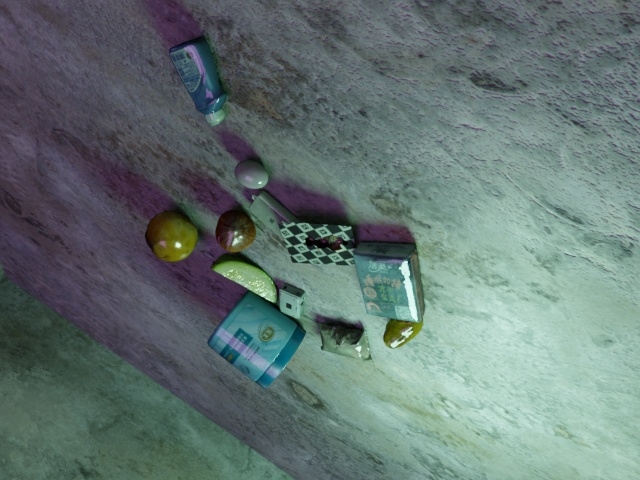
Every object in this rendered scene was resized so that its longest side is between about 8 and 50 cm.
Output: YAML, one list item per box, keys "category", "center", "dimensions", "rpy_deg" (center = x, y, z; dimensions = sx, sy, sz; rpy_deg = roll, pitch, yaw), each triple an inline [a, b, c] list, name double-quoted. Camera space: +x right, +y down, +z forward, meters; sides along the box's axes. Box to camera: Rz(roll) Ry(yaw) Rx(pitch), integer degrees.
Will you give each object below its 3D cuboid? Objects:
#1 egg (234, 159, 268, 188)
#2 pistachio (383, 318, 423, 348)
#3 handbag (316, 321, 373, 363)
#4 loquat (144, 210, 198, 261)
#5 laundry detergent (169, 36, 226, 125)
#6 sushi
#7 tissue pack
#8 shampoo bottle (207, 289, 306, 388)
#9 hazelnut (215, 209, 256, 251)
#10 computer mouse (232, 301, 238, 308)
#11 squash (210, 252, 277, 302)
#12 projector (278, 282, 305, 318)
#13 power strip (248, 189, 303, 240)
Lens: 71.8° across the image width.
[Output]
- category: "egg"
  center: [-0.259, -0.248, 1.666]
  dimensions: [0.135, 0.103, 0.103]
  rpy_deg: [25, 133, 11]
- category: "pistachio"
  center: [0.332, 0.353, 1.767]
  dimensions: [0.110, 0.100, 0.189]
  rpy_deg: [32, 105, -34]
- category: "handbag"
  center: [0.105, 0.449, 1.977]
  dimensions: [0.271, 0.117, 0.182]
  rpy_deg: [8, 119, 28]
- category: "loquat"
  center: [-0.678, -0.022, 2.017]
  dimensions: [0.235, 0.235, 0.234]
  rpy_deg: [17, 131, 21]
- category: "laundry detergent"
  center: [-0.407, -0.545, 1.545]
  dimensions: [0.144, 0.094, 0.289]
  rpy_deg: [-2, 125, 26]
- category: "sushi"
  center: [0.000, 0.000, 1.715]
  dimensions: [0.290, 0.050, 0.264]
  rpy_deg: [3, 142, 17]
- category: "tissue pack"
  center: [0.261, 0.158, 1.658]
  dimensions: [0.228, 0.103, 0.315]
  rpy_deg: [4, 126, 28]
- category: "shampoo bottle"
  center: [-0.299, 0.453, 2.072]
  dimensions: [0.343, 0.331, 0.331]
  rpy_deg: [38, 135, -1]
- category: "hazelnut"
  center: [-0.348, -0.037, 1.847]
  dimensions: [0.182, 0.182, 0.182]
  rpy_deg: [17, 131, 21]
- category: "computer mouse"
  center: [-0.420, 0.388, 2.297]
  dimensions: [0.102, 0.044, 0.199]
  rpy_deg: [30, 128, -1]
- category: "squash"
  center: [-0.327, 0.164, 2.012]
  dimensions: [0.289, 0.111, 0.203]
  rpy_deg: [29, 174, 15]
- category: "projector"
  center: [-0.132, 0.282, 2.029]
  dimensions: [0.115, 0.061, 0.147]
  rpy_deg: [19, 132, 16]
- category: "power strip"
  center: [-0.174, -0.087, 1.778]
  dimensions: [0.270, 0.046, 0.118]
  rpy_deg: [40, 138, -3]
